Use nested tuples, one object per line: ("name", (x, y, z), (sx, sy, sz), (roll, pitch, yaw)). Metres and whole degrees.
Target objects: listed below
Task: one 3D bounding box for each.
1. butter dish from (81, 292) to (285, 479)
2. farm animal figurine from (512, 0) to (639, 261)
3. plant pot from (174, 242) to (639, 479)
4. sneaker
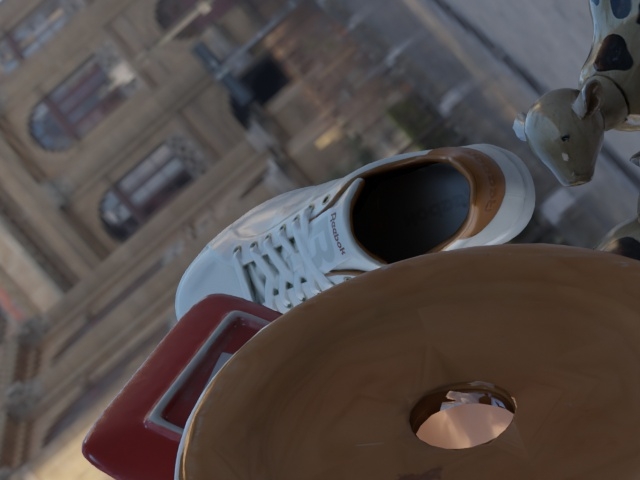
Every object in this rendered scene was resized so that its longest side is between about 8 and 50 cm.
("butter dish", (-0.031, 0.127, 0.792), (0.160, 0.118, 0.160), (21, -140, 14))
("farm animal figurine", (0.197, -0.004, 0.795), (0.172, 0.326, 0.330), (19, -158, -35))
("plant pot", (0.070, 0.136, 0.525), (0.291, 0.291, 0.203), (-121, 14, -58))
("sneaker", (0.000, 0.000, 1.014), (0.123, 0.290, 0.105), (2, -116, -65))
